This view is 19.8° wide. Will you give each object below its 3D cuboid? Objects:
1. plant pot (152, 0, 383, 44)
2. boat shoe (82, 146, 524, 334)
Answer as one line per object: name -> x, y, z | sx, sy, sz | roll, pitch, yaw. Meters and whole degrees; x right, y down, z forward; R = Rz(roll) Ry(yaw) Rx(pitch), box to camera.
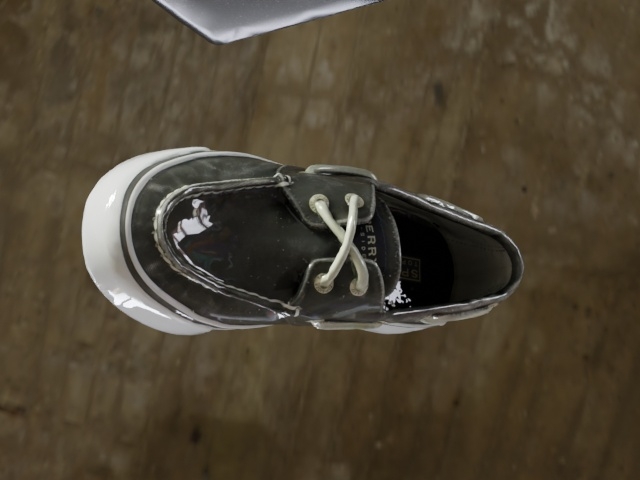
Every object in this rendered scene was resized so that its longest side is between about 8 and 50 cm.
plant pot -> -0.018, -0.196, 0.800 | 0.188, 0.187, 0.167 | -10, -56, 32
boat shoe -> 0.000, 0.000, 0.771 | 0.070, 0.219, 0.078 | -9, -99, 43
